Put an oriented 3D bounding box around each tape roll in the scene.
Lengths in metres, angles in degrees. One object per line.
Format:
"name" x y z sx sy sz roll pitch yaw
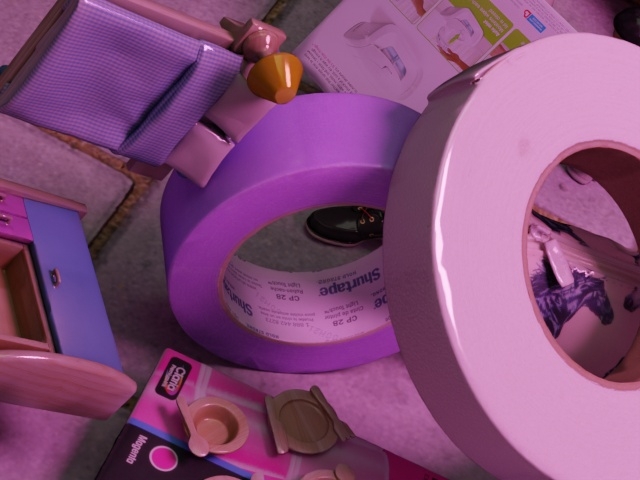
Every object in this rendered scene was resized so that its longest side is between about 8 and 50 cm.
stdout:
"tape roll" 0.223 0.022 1.216 0.392 0.072 0.392 7 77 -32
"tape roll" 0.000 0.000 1.283 0.275 0.275 0.090 6 45 -19

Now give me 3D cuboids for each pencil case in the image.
"pencil case" 0.314 0.076 1.419 0.410 0.183 0.160 16 69 -11

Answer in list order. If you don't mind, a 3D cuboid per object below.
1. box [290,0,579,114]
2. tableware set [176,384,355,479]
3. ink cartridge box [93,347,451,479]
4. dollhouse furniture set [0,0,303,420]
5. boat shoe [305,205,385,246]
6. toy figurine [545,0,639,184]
"box" 0.141 -0.174 1.524 0.262 0.231 0.127 49 11 26
"tableware set" -0.041 0.180 1.190 0.169 0.020 0.141 -2 51 -26
"ink cartridge box" -0.001 0.240 1.212 0.371 0.069 0.175 27 44 -2
"dollhouse furniture set" -0.186 -0.050 1.079 0.286 0.303 0.198 18 38 -43
"boat shoe" 0.050 -0.021 1.495 0.133 0.042 0.049 2 50 -21
"toy figurine" 0.279 -0.190 1.680 0.213 0.148 0.209 22 44 -5
